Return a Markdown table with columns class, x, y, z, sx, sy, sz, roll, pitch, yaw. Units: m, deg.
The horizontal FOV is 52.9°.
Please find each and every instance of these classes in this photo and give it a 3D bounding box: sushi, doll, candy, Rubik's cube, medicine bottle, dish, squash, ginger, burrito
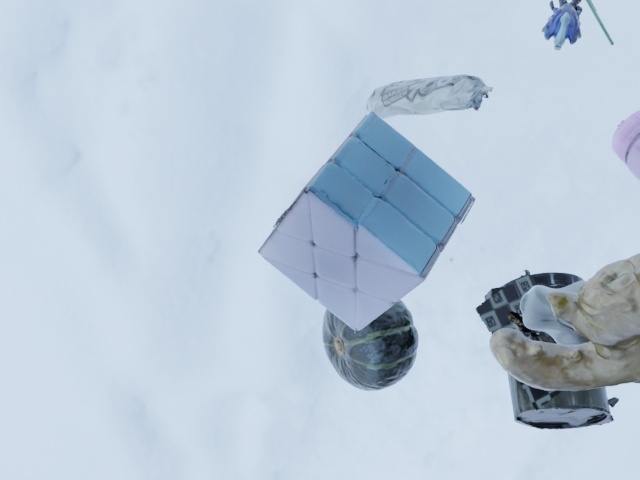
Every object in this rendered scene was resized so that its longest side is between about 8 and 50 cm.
| class | x | y | z | sx | sy | sz | roll | pitch | yaw |
| --- | --- | --- | --- | --- | --- | --- | --- | --- | --- |
| sushi | 0.349 | 0.165 | 1.087 | 0.201 | 0.139 | 0.031 | 60 | 155 | 6 |
| doll | 0.605 | -0.542 | 1.597 | 0.096 | 0.195 | 0.070 | 15 | 154 | 13 |
| candy | 0.592 | -0.517 | 1.407 | 0.061 | 0.061 | 0.202 | -29 | 92 | 24 |
| Rubik's cube | 0.072 | -0.025 | 1.053 | 0.231 | 0.225 | 0.221 | 39 | 142 | -3 |
| medicine bottle | 0.932 | -0.211 | 1.714 | 0.178 | 0.291 | 0.178 | -9 | 134 | -10 |
| dish | 0.321 | 0.096 | 0.803 | 0.137 | 0.039 | 0.091 | 12 | 95 | -6 |
| squash | 0.109 | 0.222 | 1.483 | 0.165 | 0.252 | 0.252 | -15 | 119 | -28 |
| ginger | 0.224 | 0.037 | 0.384 | 0.149 | 0.065 | 0.259 | 4 | 151 | -17 |
| burrito | 0.309 | -0.397 | 1.765 | 0.445 | 0.139 | 0.101 | 9 | 117 | 52 |

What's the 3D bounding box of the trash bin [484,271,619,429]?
| class | x | y | z | sx | sy | sz | roll | pitch | yaw |
| --- | --- | --- | --- | --- | --- | --- | --- | --- | --- |
| trash bin | 0.505 | 0.246 | 1.419 | 0.252 | 0.302 | 0.203 | 3 | 153 | -7 |
